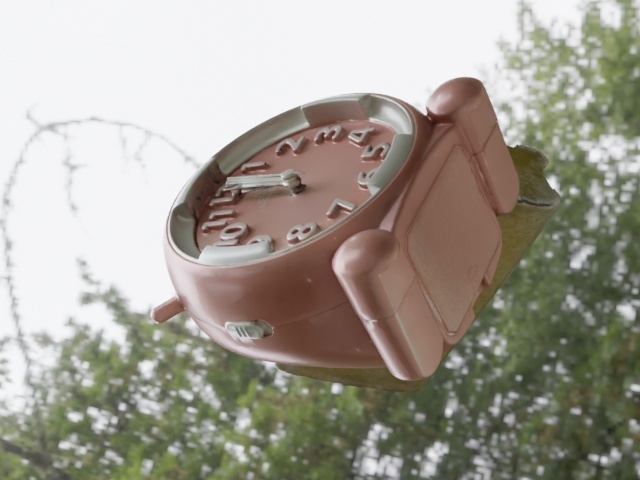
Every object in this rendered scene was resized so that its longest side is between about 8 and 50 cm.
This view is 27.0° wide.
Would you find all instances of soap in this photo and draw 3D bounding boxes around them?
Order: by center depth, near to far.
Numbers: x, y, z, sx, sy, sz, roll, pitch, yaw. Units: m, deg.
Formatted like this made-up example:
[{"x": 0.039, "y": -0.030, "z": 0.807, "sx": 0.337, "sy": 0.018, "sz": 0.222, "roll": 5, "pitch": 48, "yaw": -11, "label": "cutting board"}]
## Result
[{"x": 0.077, "y": 0.020, "z": 1.223, "sx": 0.173, "sy": 0.274, "sz": 0.089, "roll": 11, "pitch": -137, "yaw": -23, "label": "soap"}]

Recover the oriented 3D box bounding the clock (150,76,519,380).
[{"x": 0.000, "y": 0.000, "z": 0.970, "sx": 0.227, "sy": 0.241, "sz": 0.142, "roll": -59, "pitch": -44, "yaw": -41, "label": "clock"}]
